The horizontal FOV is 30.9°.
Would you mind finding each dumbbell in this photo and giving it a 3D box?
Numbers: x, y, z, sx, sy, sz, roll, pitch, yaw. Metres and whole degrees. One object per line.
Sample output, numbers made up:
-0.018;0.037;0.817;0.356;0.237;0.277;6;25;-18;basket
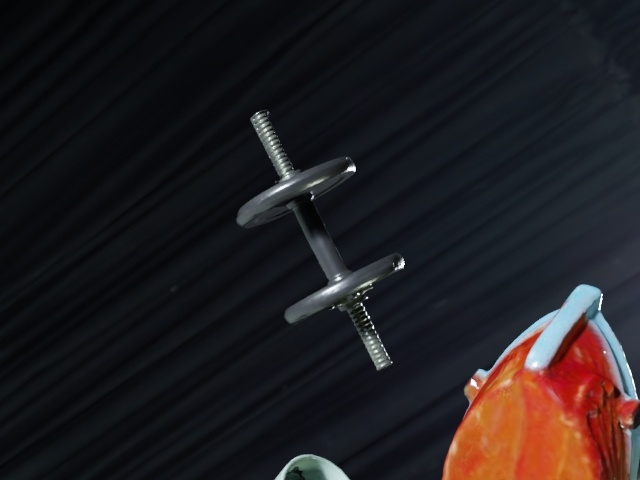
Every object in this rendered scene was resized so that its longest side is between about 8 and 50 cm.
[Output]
0.000;0.000;0.597;0.147;0.069;0.069;63;21;4;dumbbell

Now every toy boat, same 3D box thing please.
0.081;0.102;0.432;0.059;0.069;0.173;-15;115;-56;toy boat

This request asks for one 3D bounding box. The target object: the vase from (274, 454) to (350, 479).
-0.059;0.312;1.200;0.096;0.219;0.096;24;43;-25;vase
